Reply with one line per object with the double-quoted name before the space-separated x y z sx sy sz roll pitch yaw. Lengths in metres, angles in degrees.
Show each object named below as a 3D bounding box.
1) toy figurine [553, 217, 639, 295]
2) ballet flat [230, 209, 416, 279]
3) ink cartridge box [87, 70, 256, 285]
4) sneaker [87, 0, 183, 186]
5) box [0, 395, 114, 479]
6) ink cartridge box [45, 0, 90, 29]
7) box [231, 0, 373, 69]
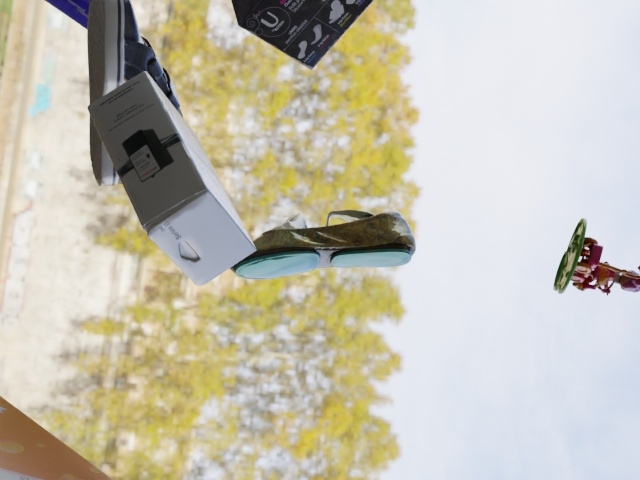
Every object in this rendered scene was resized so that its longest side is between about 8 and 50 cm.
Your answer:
"toy figurine" 0.477 0.056 1.716 0.173 0.159 0.130 95 14 -68
"ballet flat" 0.000 0.000 1.936 0.123 0.348 0.123 175 -90 -81
"ink cartridge box" -0.173 -0.071 1.231 0.208 0.087 0.153 60 3 34
"sneaker" -0.268 -0.224 1.523 0.126 0.127 0.321 -117 -153 -42
"box" -0.287 0.238 0.783 0.345 0.215 0.168 26 -79 30
"ink cartridge box" -0.425 -0.481 1.761 0.045 0.206 0.208 -23 -132 38
"box" -0.039 -0.398 1.510 0.163 0.142 0.247 -45 -140 26
